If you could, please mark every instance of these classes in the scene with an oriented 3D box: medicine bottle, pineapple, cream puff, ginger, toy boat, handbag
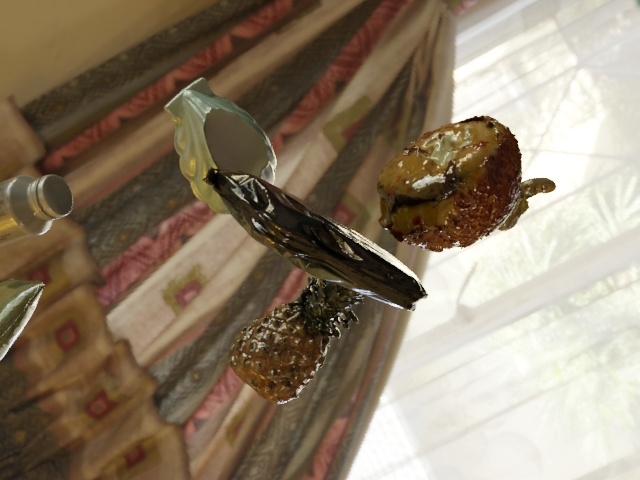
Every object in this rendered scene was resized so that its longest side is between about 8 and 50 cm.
[{"bbox_3d":[-0.643,-0.068,1.832,0.135,0.215,0.135,47,-146,-47],"label":"medicine bottle"},{"bbox_3d":[-0.030,0.143,1.476,0.157,0.279,0.158,39,-173,-5],"label":"pineapple"},{"bbox_3d":[0.199,-0.079,1.298,0.240,0.239,0.164,-95,-16,-63],"label":"cream puff"},{"bbox_3d":[0.394,-0.078,1.704,0.069,0.173,0.051,25,150,48],"label":"ginger"},{"bbox_3d":[-0.181,-0.177,1.684,0.290,0.199,0.100,54,158,-22],"label":"toy boat"},{"bbox_3d":[-0.002,-0.001,1.155,0.332,0.075,0.191,25,-167,-40],"label":"handbag"}]

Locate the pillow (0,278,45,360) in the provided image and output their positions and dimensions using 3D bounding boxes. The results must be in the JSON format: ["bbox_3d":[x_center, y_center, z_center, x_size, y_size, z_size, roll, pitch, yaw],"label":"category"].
[{"bbox_3d":[-0.578,0.146,1.521,0.075,0.185,0.302,40,161,-21],"label":"pillow"}]
